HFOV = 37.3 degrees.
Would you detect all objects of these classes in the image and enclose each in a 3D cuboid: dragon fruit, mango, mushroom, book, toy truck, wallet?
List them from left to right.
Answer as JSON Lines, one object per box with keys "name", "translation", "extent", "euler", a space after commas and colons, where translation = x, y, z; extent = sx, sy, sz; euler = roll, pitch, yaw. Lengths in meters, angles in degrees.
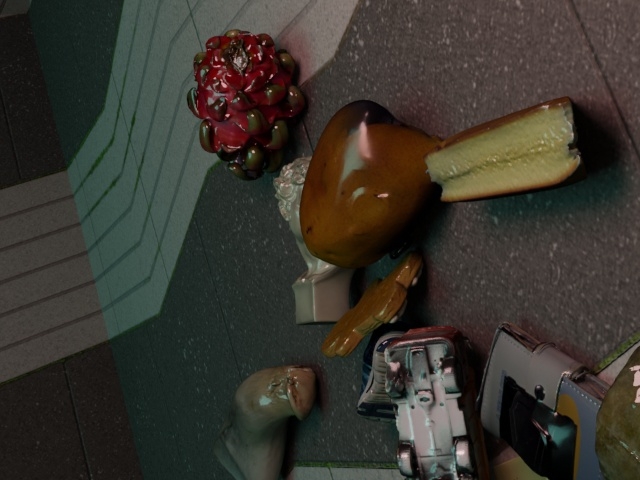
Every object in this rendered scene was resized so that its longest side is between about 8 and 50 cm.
{"name": "dragon fruit", "translation": [-0.129, -0.229, 1.649], "extent": [0.198, 0.218, 0.273], "euler": [-55, -43, -73]}
{"name": "mushroom", "translation": [-0.106, 0.355, 1.873], "extent": [0.177, 0.126, 0.397], "euler": [51, 142, 29]}
{"name": "mango", "translation": [0.062, -0.073, 1.349], "extent": [0.287, 0.152, 0.201], "euler": [114, 149, -45]}
{"name": "toy truck", "translation": [0.162, 0.254, 1.262], "extent": [0.114, 0.135, 0.271], "euler": [-9, 93, 19]}
{"name": "book", "translation": [0.267, 0.318, 1.222], "extent": [0.111, 0.014, 0.077], "euler": [-49, 54, 57]}
{"name": "wallet", "translation": [0.268, 0.208, 1.119], "extent": [0.231, 0.069, 0.170], "euler": [37, 132, 51]}

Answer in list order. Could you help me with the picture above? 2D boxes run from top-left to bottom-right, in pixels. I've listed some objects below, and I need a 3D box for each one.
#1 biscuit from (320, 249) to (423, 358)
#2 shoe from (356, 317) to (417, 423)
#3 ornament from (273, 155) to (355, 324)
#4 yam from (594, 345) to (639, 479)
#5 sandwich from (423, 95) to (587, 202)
{"name": "biscuit", "translation": [0.073, 0.111, 1.407], "extent": [0.035, 0.158, 0.240], "euler": [38, 140, -5]}
{"name": "shoe", "translation": [0.107, 0.197, 1.440], "extent": [0.106, 0.091, 0.207], "euler": [-87, 5, -54]}
{"name": "ornament", "translation": [-0.003, 0.003, 1.541], "extent": [0.130, 0.120, 0.285], "euler": [11, 110, 57]}
{"name": "yam", "translation": [0.379, 0.194, 0.760], "extent": [0.300, 0.195, 0.195], "euler": [35, 130, 54]}
{"name": "sandwich", "translation": [0.226, -0.099, 1.073], "extent": [0.258, 0.096, 0.094], "euler": [-9, 97, 63]}
